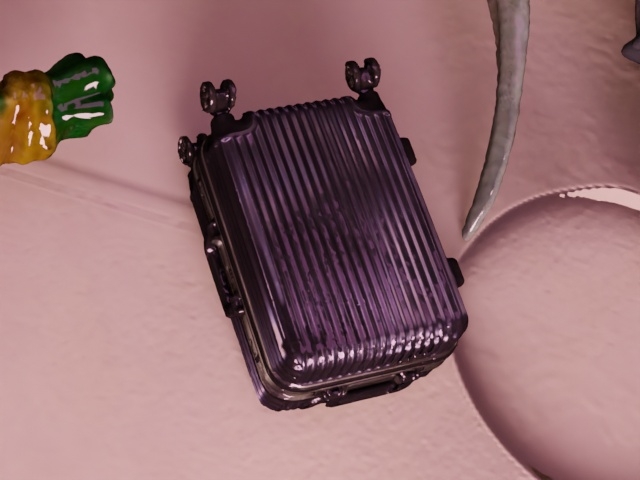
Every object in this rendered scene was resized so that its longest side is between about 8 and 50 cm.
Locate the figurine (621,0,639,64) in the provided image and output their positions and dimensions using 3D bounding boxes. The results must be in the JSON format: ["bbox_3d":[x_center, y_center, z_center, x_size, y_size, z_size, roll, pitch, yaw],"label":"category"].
[{"bbox_3d":[0.258,-0.094,0.733,0.265,0.140,0.193,-8,80,6],"label":"figurine"}]

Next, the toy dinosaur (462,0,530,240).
[{"bbox_3d":[0.068,-0.200,0.717,0.092,0.205,0.393,-9,92,-31],"label":"toy dinosaur"}]

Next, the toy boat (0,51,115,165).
[{"bbox_3d":[-0.190,-0.053,0.592,0.229,0.089,0.088,15,80,-19],"label":"toy boat"}]

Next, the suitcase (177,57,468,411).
[{"bbox_3d":[0.000,0.000,0.645,0.086,0.059,0.126,-12,68,-21],"label":"suitcase"}]
